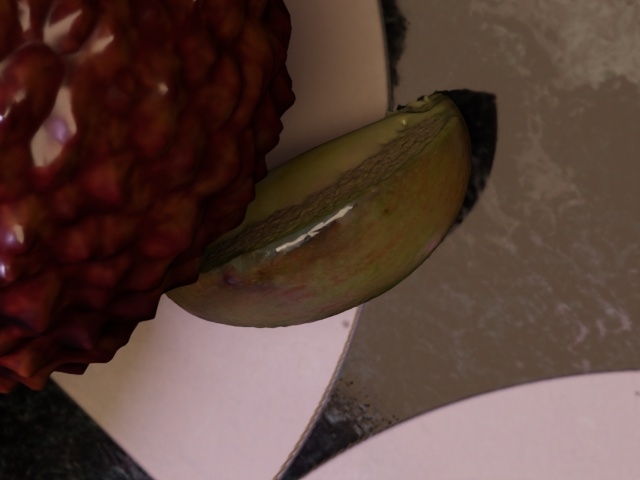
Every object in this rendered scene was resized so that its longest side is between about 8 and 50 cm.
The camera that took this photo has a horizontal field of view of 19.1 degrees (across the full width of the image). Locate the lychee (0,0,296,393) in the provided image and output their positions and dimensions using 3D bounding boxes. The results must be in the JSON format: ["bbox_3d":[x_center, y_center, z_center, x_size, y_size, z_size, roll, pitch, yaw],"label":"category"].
[{"bbox_3d":[-0.215,-0.137,1.265,0.424,0.424,0.500,23,114,8],"label":"lychee"}]

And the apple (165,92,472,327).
[{"bbox_3d":[0.000,0.000,1.371,0.265,0.193,0.120,-27,102,12],"label":"apple"}]
